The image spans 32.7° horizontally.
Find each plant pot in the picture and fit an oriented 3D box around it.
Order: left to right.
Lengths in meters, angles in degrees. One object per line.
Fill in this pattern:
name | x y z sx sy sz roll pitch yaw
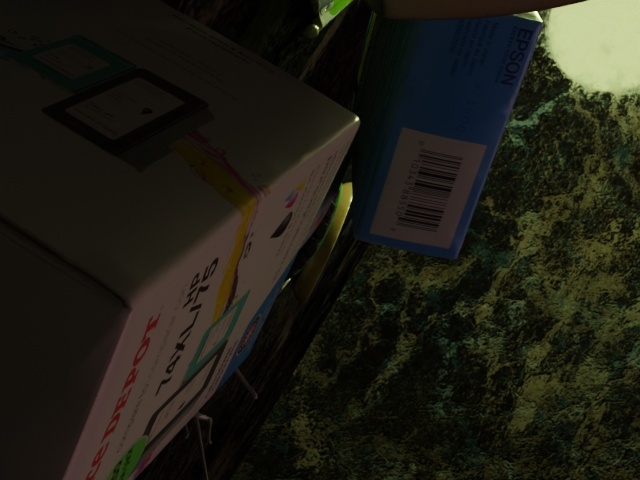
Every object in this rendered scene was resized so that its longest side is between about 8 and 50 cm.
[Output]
plant pot | 0.000 0.000 1.928 0.236 0.032 0.236 -157 -90 -85

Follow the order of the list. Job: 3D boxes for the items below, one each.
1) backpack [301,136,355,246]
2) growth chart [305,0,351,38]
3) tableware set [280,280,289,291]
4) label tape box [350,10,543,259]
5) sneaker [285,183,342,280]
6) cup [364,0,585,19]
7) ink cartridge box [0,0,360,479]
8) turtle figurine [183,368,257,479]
backpack | -0.057 -0.062 1.076 0.165 0.144 0.188 -60 173 24
growth chart | 0.037 -0.321 1.149 0.172 0.021 0.237 -52 169 -37
tableware set | -0.097 0.093 1.816 0.194 0.039 0.128 -51 180 -18
label tape box | 0.108 -0.182 1.097 0.347 0.115 0.249 -86 -171 -58
sneaker | -0.083 0.001 1.311 0.343 0.134 0.146 -53 -177 31
cup | 0.107 -0.292 0.793 0.237 0.331 0.331 -32 171 0
ink cartridge box | -0.141 0.003 0.585 0.198 0.197 0.270 -64 170 30
turtle figurine | -0.138 0.076 0.826 0.118 0.234 0.175 -14 164 -25
